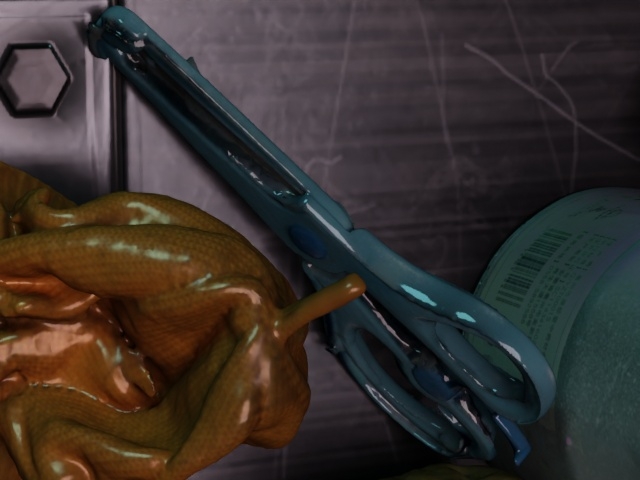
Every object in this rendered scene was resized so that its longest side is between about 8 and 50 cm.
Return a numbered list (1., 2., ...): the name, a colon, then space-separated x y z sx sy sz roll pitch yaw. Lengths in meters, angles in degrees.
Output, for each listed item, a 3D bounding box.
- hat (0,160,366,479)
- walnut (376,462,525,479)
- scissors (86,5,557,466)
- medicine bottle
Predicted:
1. hat: -0.073 0.039 0.927 0.233 0.233 0.244 -22 96 -55
2. walnut: 0.084 0.254 1.087 0.228 0.228 0.228 -5 101 -24
3. scissors: 0.000 0.000 1.061 0.393 0.180 0.032 45 59 -10
4. medicine bottle: 0.260 0.101 1.102 0.245 0.290 0.245 -4 101 -23
